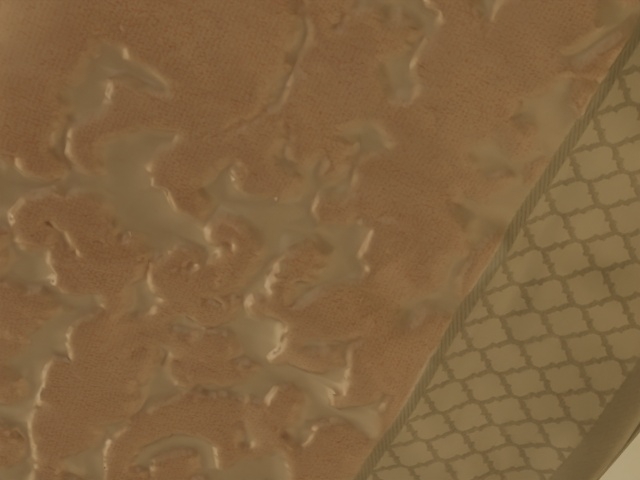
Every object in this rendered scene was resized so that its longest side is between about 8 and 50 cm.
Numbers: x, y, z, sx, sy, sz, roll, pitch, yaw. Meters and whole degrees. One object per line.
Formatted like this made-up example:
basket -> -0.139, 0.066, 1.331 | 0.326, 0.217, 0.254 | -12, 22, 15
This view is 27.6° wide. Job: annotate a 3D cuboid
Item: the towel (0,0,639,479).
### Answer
towel -> 0.000, 0.000, 0.484 | 0.317, 0.053, 0.331 | 20, -59, -14
